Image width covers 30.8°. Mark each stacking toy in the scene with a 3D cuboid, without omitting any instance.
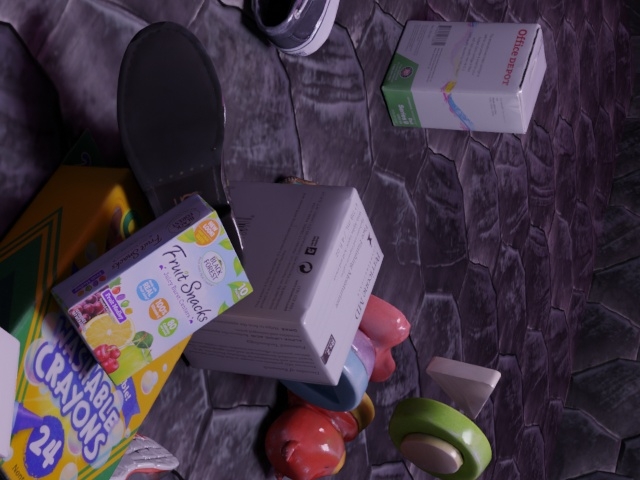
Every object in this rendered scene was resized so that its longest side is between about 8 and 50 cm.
[{"bbox_3d":[0.054,0.211,1.363,0.130,0.279,0.309,-53,158,-33],"label":"stacking toy"}]

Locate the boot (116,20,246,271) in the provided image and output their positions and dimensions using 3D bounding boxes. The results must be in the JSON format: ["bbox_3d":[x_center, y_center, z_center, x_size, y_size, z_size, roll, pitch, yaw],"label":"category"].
[{"bbox_3d":[-0.135,-0.084,1.083,0.229,0.091,0.263,-121,-159,-69],"label":"boot"}]

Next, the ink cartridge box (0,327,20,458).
[{"bbox_3d":[-0.293,0.103,0.789,0.092,0.143,0.090,54,28,-55],"label":"ink cartridge box"}]

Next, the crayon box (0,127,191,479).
[{"bbox_3d":[-0.213,0.079,1.015,0.203,0.083,0.323,72,32,-41],"label":"crayon box"}]

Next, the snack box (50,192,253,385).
[{"bbox_3d":[-0.135,0.041,0.949,0.141,0.037,0.100,-35,135,-14],"label":"snack box"}]

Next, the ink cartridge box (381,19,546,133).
[{"bbox_3d":[0.220,-0.248,1.751,0.093,0.212,0.154,66,36,-47],"label":"ink cartridge box"}]

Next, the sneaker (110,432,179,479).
[{"bbox_3d":[-0.199,0.231,1.128,0.065,0.061,0.158,-61,157,11],"label":"sneaker"}]

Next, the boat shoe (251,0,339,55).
[{"bbox_3d":[-0.019,-0.371,1.349,0.102,0.108,0.301,24,80,-66],"label":"boat shoe"}]

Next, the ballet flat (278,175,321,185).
[{"bbox_3d":[0.000,0.000,1.487,0.206,0.067,0.073,65,37,-48],"label":"ballet flat"}]

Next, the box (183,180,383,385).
[{"bbox_3d":[-0.052,0.042,1.243,0.119,0.182,0.181,65,37,-47],"label":"box"}]
